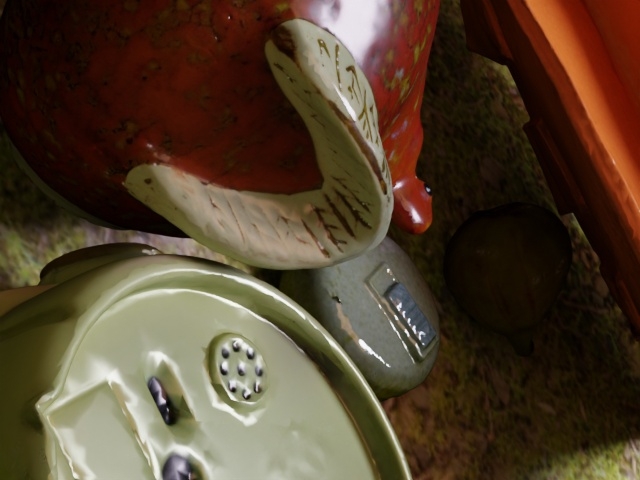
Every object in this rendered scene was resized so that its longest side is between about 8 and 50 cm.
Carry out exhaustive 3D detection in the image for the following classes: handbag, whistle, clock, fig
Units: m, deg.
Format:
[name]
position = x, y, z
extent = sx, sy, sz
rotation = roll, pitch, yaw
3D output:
[handbag]
position = 0.193, -0.061, 1.182
extent = 0.410, 0.116, 0.303
rotation = 62, 0, -2
[whistle]
position = 0.000, 0.000, 1.077
extent = 0.198, 0.057, 0.104
rotation = 58, 36, -7
[clock]
position = -0.071, 0.135, 0.860
extent = 0.348, 0.117, 0.286
rotation = -29, 91, -53
[fig]
position = 0.118, 0.027, 1.192
extent = 0.084, 0.082, 0.098
rotation = -65, 144, -87

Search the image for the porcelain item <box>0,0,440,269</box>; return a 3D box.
[porcelain item]
position = -0.024, -0.084, 0.942
extent = 0.253, 0.253, 0.253
rotation = 28, 48, -37
